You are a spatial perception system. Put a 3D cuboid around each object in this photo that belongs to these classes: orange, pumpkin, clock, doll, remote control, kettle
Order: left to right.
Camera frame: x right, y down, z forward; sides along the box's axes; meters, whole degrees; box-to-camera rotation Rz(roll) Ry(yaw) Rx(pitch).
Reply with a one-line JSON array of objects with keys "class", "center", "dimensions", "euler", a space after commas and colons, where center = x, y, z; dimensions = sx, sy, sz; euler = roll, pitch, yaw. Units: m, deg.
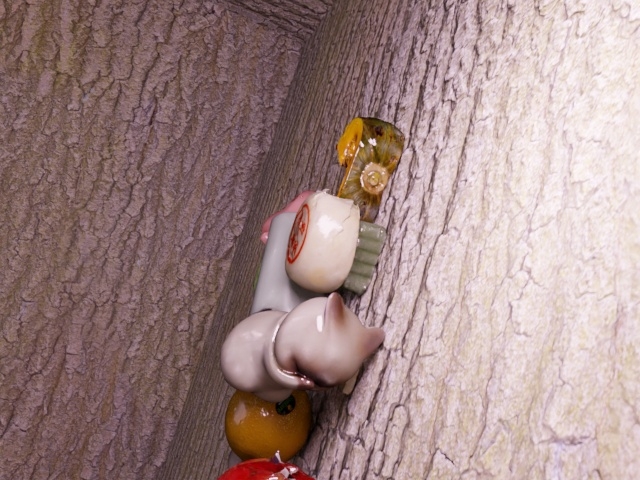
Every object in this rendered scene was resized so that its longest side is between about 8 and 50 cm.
[{"class": "remote control", "center": [-0.257, 0.663, 2.026], "dimensions": [0.073, 0.044, 0.229], "euler": [-105, 38, -69]}, {"class": "orange", "center": [-0.130, 0.448, 1.549], "dimensions": [0.236, 0.236, 0.236], "euler": [-159, 90, -74]}, {"class": "doll", "center": [-0.063, 0.247, 1.380], "dimensions": [0.370, 0.215, 0.226], "euler": [-14, 41, 45]}, {"class": "kettle", "center": [-0.077, 0.115, 1.747], "dimensions": [0.265, 0.205, 0.318], "euler": [119, 164, -62]}, {"class": "clock", "center": [-0.077, -0.078, 2.077], "dimensions": [0.241, 0.142, 0.227], "euler": [-46, 0, 15]}, {"class": "pumpkin", "center": [0.113, -0.201, 1.699], "dimensions": [0.280, 0.139, 0.190], "euler": [-66, 19, 0]}]

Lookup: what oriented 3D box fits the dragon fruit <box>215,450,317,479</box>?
[{"class": "dragon fruit", "center": [-0.121, 0.593, 1.232], "dimensions": [0.302, 0.296, 0.295], "euler": [-45, 22, 13]}]

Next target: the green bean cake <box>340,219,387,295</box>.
[{"class": "green bean cake", "center": [0.083, 0.040, 1.600], "dimensions": [0.183, 0.094, 0.185], "euler": [-166, 92, -73]}]

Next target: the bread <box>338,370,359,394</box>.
[{"class": "bread", "center": [0.054, 0.306, 1.463], "dimensions": [0.154, 0.028, 0.068], "euler": [-151, 82, -75]}]

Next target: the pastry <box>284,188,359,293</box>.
[{"class": "pastry", "center": [-0.001, 0.002, 1.518], "dimensions": [0.265, 0.133, 0.264], "euler": [-165, 90, -76]}]

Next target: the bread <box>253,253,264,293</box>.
[{"class": "bread", "center": [-0.169, 0.079, 2.305], "dimensions": [0.301, 0.045, 0.301], "euler": [22, -90, -81]}]
